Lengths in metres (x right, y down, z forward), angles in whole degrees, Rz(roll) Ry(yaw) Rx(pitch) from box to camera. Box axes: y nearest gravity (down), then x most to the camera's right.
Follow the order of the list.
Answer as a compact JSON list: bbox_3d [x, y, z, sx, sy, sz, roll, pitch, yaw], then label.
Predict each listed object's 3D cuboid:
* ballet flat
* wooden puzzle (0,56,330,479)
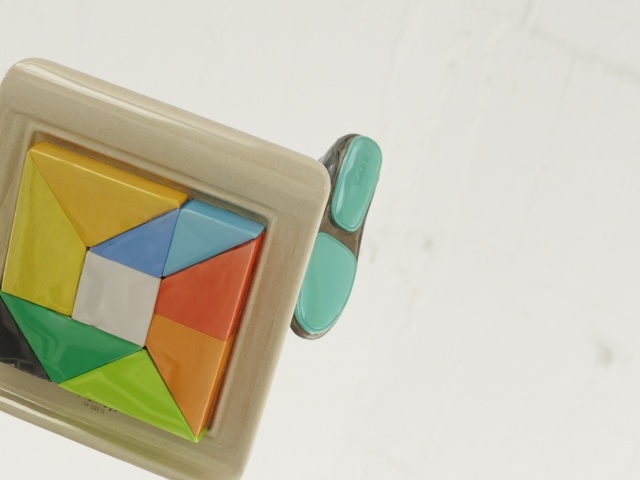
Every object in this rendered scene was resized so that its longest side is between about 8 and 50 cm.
[{"bbox_3d":[0.000,0.000,1.421,0.074,0.203,0.074,14,-27,7],"label":"ballet flat"},{"bbox_3d":[-0.127,0.028,1.056,0.221,0.044,0.239,21,-69,9],"label":"wooden puzzle"}]
